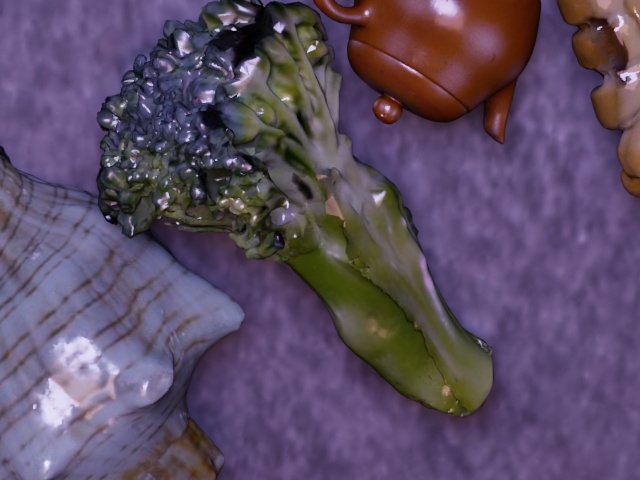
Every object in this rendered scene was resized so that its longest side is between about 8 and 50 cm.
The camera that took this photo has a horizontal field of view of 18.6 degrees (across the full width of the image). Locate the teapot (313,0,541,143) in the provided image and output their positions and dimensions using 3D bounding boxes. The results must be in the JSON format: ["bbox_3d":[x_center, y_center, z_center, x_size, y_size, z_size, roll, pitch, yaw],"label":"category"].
[{"bbox_3d":[0.059,-0.117,1.123,0.173,0.116,0.116,33,106,-33],"label":"teapot"}]

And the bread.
[{"bbox_3d":[0.204,-0.140,1.135,0.134,0.081,0.225,-18,103,1],"label":"bread"}]

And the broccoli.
[{"bbox_3d":[-0.002,-0.002,1.165,0.304,0.165,0.145,45,143,-21],"label":"broccoli"}]

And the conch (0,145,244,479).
[{"bbox_3d":[-0.144,0.077,1.168,0.203,0.169,0.386,-26,107,-17],"label":"conch"}]
